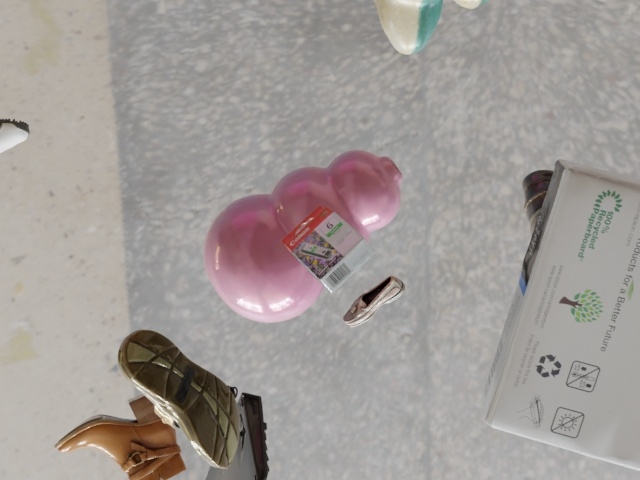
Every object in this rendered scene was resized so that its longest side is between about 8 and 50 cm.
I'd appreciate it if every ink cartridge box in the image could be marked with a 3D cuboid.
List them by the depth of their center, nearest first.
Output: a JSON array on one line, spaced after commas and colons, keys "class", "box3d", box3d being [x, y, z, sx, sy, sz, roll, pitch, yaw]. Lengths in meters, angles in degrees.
[{"class": "ink cartridge box", "box3d": [0.278, 0.074, 0.624, 0.333, 0.065, 0.165, 17, 101, 3]}, {"class": "ink cartridge box", "box3d": [0.000, 0.000, 1.096, 0.063, 0.115, 0.029, -43, 132, -3]}]

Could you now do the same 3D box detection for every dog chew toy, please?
[{"class": "dog chew toy", "box3d": [-0.018, -0.019, 1.639, 0.332, 0.206, 0.206, -35, 95, 10]}]

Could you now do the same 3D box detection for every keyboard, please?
[{"class": "keyboard", "box3d": [-0.115, 0.286, 1.312, 0.033, 0.201, 0.317, 1, 142, -20]}]

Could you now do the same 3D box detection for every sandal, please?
[{"class": "sandal", "box3d": [-0.138, 0.151, 1.012, 0.049, 0.072, 0.180, -11, 132, 39]}]

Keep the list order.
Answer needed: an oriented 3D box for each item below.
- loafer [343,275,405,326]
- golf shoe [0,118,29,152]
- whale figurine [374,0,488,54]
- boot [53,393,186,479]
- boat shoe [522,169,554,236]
[{"class": "loafer", "box3d": [0.086, 0.101, 1.818, 0.125, 0.045, 0.039, -35, 132, 13]}, {"class": "golf shoe", "box3d": [-0.538, -0.126, 1.627, 0.198, 0.077, 0.093, -21, 77, -25]}, {"class": "whale figurine", "box3d": [0.112, -0.270, 0.830, 0.141, 0.272, 0.216, -8, 60, -15]}, {"class": "boot", "box3d": [-0.335, 0.360, 1.774, 0.197, 0.073, 0.152, -24, 92, 0]}, {"class": "boat shoe", "box3d": [0.459, -0.048, 1.715, 0.132, 0.355, 0.130, -37, 56, 34]}]
